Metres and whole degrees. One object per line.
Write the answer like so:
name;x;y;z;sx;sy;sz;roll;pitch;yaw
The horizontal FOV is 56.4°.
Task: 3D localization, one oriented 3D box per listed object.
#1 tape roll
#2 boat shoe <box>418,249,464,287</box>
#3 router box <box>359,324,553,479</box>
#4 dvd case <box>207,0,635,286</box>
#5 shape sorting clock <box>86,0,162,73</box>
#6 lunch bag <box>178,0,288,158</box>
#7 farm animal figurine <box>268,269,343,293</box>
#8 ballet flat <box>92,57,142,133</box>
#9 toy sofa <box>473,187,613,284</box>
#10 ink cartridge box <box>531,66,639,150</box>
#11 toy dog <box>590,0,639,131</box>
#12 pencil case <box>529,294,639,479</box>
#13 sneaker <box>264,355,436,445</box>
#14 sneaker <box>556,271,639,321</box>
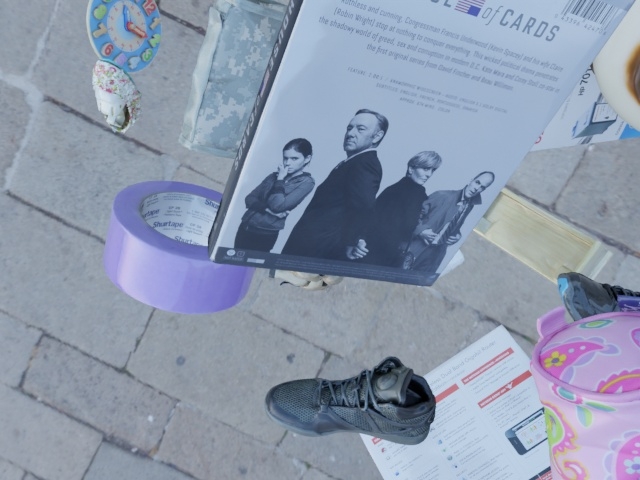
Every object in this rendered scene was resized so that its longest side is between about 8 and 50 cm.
tape roll;-0.170;0.004;0.751;0.189;0.189;0.080;20;117;0
boat shoe;0.207;-0.082;1.224;0.157;0.366;0.135;-25;134;10
router box;0.276;0.363;1.042;0.336;0.082;0.301;-34;54;4
dvd case;0.047;-0.066;0.366;0.180;0.029;0.238;8;130;-23
shape sorting clock;-0.434;-0.481;1.341;0.041;0.206;0.206;10;104;28
lunch bag;-0.091;-0.256;0.950;0.169;0.287;0.235;36;116;31
farm animal figurine;0.000;0.000;1.202;0.173;0.330;0.326;17;141;1
ballet flat;-0.394;-0.267;1.159;0.091;0.241;0.077;21;80;-4
toy sofa;0.582;-0.004;1.613;0.363;0.177;0.150;40;101;37
ink cartridge box;0.349;-0.201;0.784;0.191;0.082;0.139;-10;138;-9
toy dog;0.473;-0.159;0.579;0.408;0.284;0.395;21;128;-5
pencil case;0.257;0.194;0.513;0.124;0.124;0.283;-16;112;7
sneaker;0.042;0.201;0.780;0.228;0.087;0.130;8;134;1
sneaker;0.632;0.136;1.237;0.341;0.125;0.140;26;136;-24
